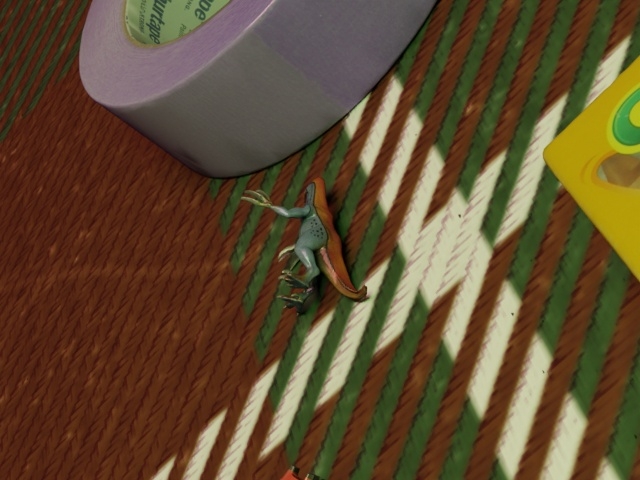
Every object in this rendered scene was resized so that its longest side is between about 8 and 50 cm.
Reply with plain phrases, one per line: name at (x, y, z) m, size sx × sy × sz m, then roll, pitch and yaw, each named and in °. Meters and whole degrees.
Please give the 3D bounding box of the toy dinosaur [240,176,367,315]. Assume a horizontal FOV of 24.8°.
toy dinosaur at (0.000, 0.000, 0.801) m, size 0.090 × 0.047 × 0.082 m, roll 12°, pitch 55°, yaw 20°

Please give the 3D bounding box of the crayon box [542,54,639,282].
crayon box at (0.209, -0.028, 0.497) m, size 0.203 × 0.083 × 0.323 m, roll -45°, pitch 33°, yaw 13°

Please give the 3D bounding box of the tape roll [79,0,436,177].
tape roll at (-0.035, -0.179, 0.948) m, size 0.275 × 0.090 × 0.274 m, roll -32°, pitch 39°, yaw 30°

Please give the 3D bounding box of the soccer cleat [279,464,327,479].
soccer cleat at (0.001, 0.130, 0.668) m, size 0.083 × 0.029 × 0.035 m, roll 15°, pitch 81°, yaw 59°
